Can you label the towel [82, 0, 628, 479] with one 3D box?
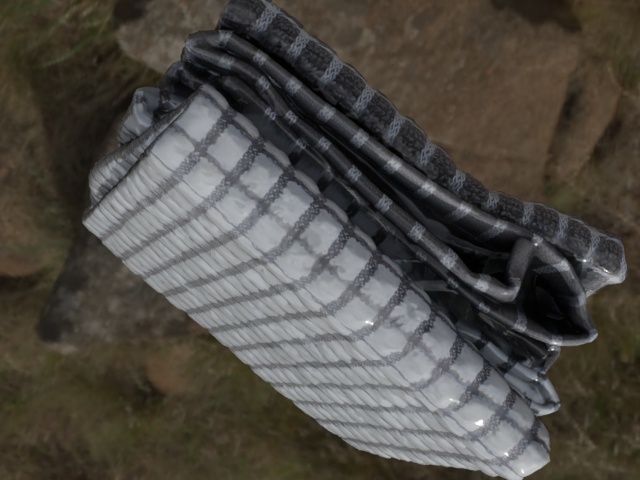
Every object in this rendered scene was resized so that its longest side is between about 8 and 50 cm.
[{"bbox_3d":[0.000,0.000,0.596,0.235,0.121,0.284,41,163,-8],"label":"towel"}]
